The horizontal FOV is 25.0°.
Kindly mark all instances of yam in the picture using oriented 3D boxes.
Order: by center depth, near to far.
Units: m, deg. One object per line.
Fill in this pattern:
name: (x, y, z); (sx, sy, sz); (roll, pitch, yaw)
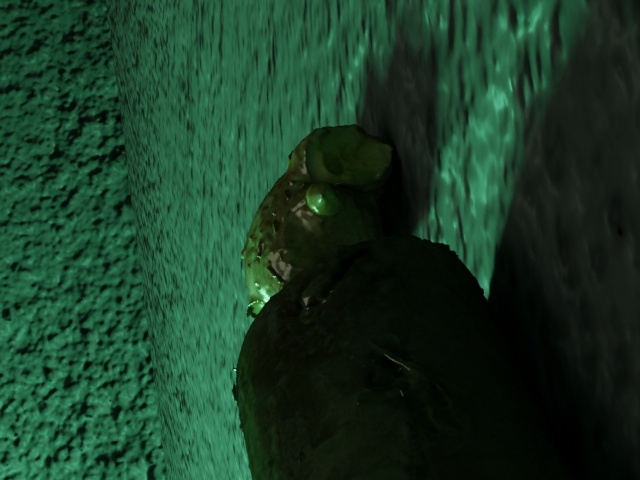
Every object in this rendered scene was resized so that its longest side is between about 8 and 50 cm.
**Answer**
yam: (0.054, 0.141, 0.714); (0.304, 0.168, 0.168); (-109, 17, -53)

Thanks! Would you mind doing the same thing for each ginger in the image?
ginger: (0.000, 0.000, 1.036); (0.216, 0.102, 0.157); (108, 180, -74)
